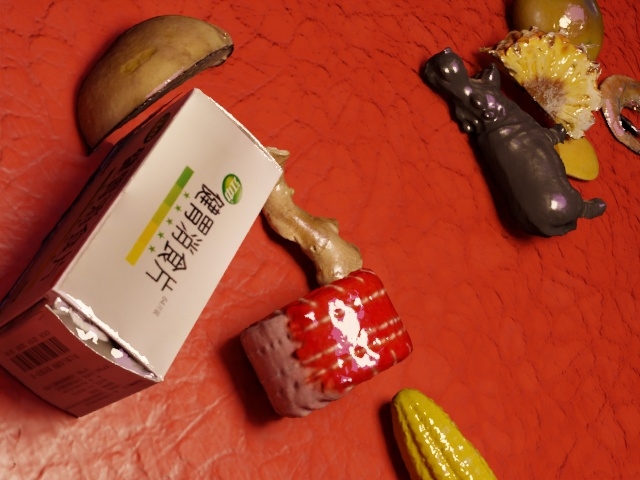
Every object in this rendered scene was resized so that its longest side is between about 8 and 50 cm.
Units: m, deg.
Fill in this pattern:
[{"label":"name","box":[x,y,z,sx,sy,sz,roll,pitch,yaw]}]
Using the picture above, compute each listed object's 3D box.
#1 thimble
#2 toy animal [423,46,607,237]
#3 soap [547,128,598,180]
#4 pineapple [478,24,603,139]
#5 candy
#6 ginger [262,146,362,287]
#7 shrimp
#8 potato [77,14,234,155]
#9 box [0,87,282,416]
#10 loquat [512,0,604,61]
[{"label":"thimble","box":[0.009,0.120,1.325,0.189,0.163,0.125,-25,86,-36]},{"label":"toy animal","box":[0.296,-0.154,1.744,0.168,0.106,0.343,-24,77,-47]},{"label":"soap","box":[0.406,-0.144,1.882,0.168,0.033,0.089,3,63,-39]},{"label":"pineapple","box":[0.379,-0.279,1.817,0.233,0.135,0.079,37,11,-24]},{"label":"candy","box":[0.151,0.276,1.430,0.199,0.094,0.106,57,11,1]},{"label":"ginger","box":[0.000,0.000,1.440,0.089,0.075,0.288,-38,102,-29]},{"label":"shrimp","box":[0.597,-0.231,2.077,0.219,0.046,0.152,0,70,-37]},{"label":"potato","box":[-0.200,-0.221,1.341,0.100,0.120,0.261,49,46,-3]},{"label":"box","box":[-0.196,0.012,1.191,0.145,0.173,0.333,42,49,-18]},{"label":"loquat","box":[0.404,-0.363,1.910,0.152,0.152,0.195,-11,86,-43]}]
